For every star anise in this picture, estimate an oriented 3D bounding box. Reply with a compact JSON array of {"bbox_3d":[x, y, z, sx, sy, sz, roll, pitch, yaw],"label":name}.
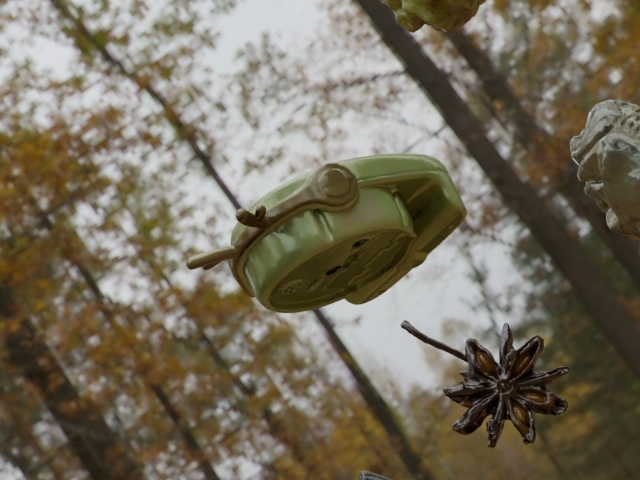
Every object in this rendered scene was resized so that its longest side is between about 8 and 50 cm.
[{"bbox_3d":[0.235,0.173,1.878,0.177,0.234,0.073,-26,-19,0],"label":"star anise"}]

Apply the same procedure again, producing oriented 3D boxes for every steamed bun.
[{"bbox_3d":[0.425,-0.075,1.825,0.211,0.218,0.144,-38,-24,-61],"label":"steamed bun"}]

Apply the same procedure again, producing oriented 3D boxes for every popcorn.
[{"bbox_3d":[0.157,-0.467,2.207,0.174,0.286,0.225,-48,-5,41],"label":"popcorn"}]

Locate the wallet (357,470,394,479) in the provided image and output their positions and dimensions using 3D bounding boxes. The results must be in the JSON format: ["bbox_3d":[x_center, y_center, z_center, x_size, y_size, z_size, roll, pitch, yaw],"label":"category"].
[{"bbox_3d":[0.212,0.479,2.089,0.377,0.197,0.051,20,-41,-16],"label":"wallet"}]

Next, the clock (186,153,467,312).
[{"bbox_3d":[0.000,0.000,1.612,0.308,0.096,0.235,-5,-28,-41],"label":"clock"}]
